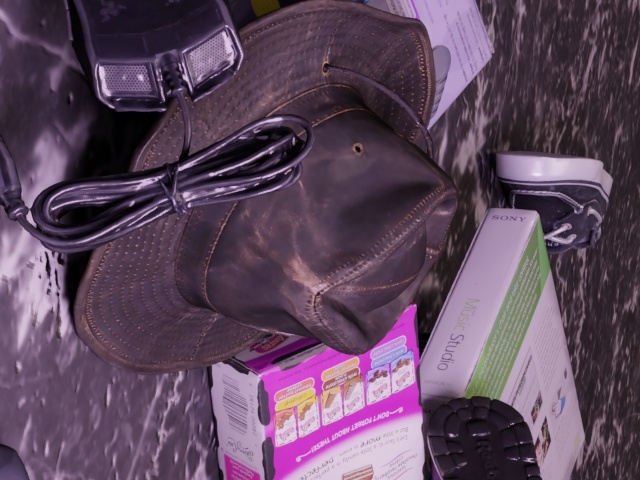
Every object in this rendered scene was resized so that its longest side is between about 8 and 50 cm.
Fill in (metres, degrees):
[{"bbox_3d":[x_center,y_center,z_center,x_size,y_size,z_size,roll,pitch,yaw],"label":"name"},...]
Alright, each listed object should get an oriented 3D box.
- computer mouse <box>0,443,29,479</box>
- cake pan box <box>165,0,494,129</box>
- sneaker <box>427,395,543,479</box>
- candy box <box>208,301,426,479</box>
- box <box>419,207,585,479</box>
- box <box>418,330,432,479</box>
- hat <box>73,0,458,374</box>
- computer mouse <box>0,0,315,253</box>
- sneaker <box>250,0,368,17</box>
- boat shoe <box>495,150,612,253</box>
[{"bbox_3d":[-0.229,0.167,0.960,0.242,0.041,0.071,-27,121,-61],"label":"computer mouse"},{"bbox_3d":[0.003,-0.140,1.266,0.246,0.070,0.267,-51,146,-16],"label":"cake pan box"},{"bbox_3d":[0.139,0.265,1.358,0.283,0.107,0.124,-93,-176,-46],"label":"sneaker"},{"bbox_3d":[0.002,0.168,1.372,0.159,0.071,0.233,-21,118,-34],"label":"candy box"},{"bbox_3d":[0.169,0.162,1.621,0.322,0.058,0.232,74,33,-42],"label":"box"},{"bbox_3d":[0.089,0.249,1.638,0.169,0.087,0.290,66,38,-48],"label":"box"},{"bbox_3d":[0.000,0.000,1.161,0.331,0.134,0.331,-38,153,-23],"label":"hat"},{"bbox_3d":[-0.132,-0.111,1.020,0.060,0.184,0.262,93,-27,-70],"label":"computer mouse"},{"bbox_3d":[0.023,-0.185,1.128,0.053,0.144,0.059,63,17,20],"label":"sneaker"},{"bbox_3d":[0.257,-0.037,1.930,0.301,0.108,0.102,17,79,-73],"label":"boat shoe"}]
